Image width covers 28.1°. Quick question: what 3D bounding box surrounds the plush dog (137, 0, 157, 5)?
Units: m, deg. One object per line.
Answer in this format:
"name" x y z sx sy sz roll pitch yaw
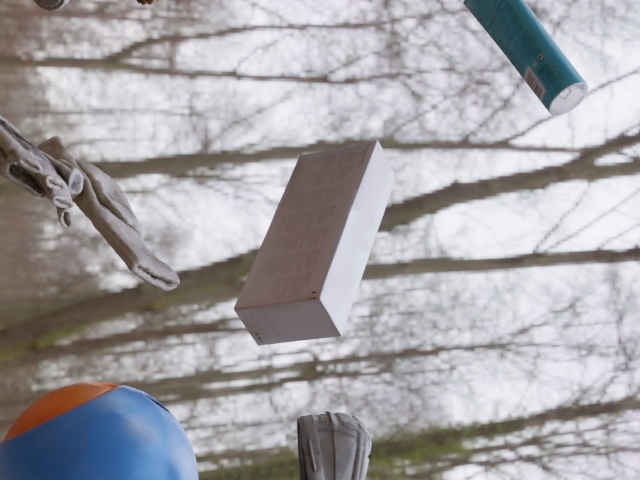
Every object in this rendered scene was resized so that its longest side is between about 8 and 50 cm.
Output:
"plush dog" -0.184 -0.440 1.681 0.262 0.225 0.210 -73 141 -65

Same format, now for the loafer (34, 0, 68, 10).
"loafer" -0.208 -0.233 0.942 0.045 0.039 0.125 -11 -71 22

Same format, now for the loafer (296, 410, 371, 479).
"loafer" -0.010 0.394 1.787 0.112 0.112 0.319 -163 -99 -76

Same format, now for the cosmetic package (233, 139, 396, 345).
"cosmetic package" 0.000 0.000 1.307 0.099 0.060 0.239 -10 -142 29

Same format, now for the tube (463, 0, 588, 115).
"tube" 0.231 -0.234 1.477 0.207 0.052 0.080 59 -41 28

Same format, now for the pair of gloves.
"pair of gloves" -0.236 -0.059 1.174 0.042 0.240 0.204 -47 -133 2

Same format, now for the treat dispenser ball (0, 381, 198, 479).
"treat dispenser ball" -0.315 0.342 1.794 0.288 0.288 0.288 7 -82 61
